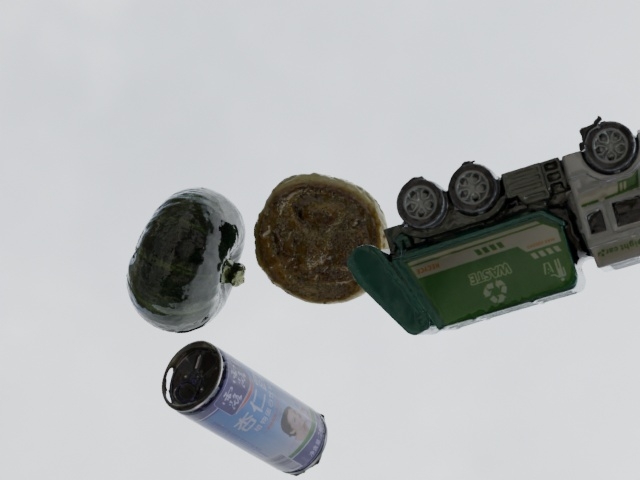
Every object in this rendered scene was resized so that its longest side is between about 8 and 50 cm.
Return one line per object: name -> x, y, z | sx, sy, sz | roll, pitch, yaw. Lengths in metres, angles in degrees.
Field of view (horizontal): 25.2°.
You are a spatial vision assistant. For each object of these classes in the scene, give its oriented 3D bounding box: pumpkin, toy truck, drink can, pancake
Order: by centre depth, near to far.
toy truck -> 0.150, -0.007, 1.118 | 0.253, 0.114, 0.124 | -16, -97, 14
pancake -> 0.000, 0.000, 1.563 | 0.158, 0.158, 0.028 | -41, 178, 20
pumpkin -> -0.147, 0.025, 1.590 | 0.167, 0.125, 0.167 | -55, -173, 10
drink can -> -0.091, 0.214, 1.801 | 0.097, 0.235, 0.097 | -20, -128, 28
